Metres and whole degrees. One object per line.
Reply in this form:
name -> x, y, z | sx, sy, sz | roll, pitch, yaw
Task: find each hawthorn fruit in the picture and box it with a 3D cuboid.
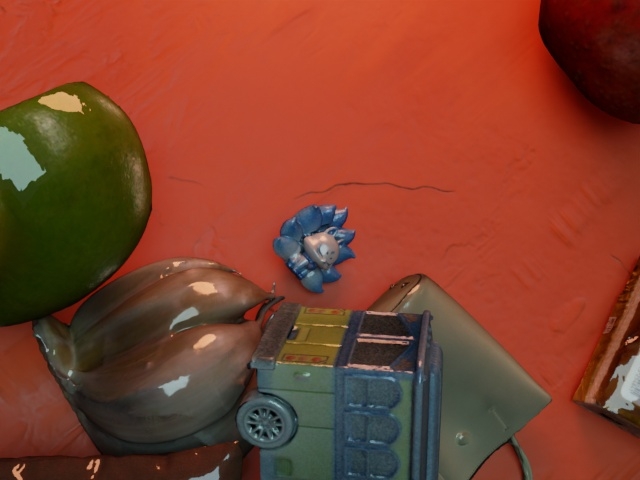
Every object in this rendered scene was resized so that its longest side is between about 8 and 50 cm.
hawthorn fruit -> 0.398, -0.302, 1.027 | 0.265, 0.265, 0.307 | -38, 80, -13

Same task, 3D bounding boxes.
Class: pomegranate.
pomegranate -> -0.318, -0.011, 0.822 | 0.310, 0.358, 0.216 | -20, 109, 5

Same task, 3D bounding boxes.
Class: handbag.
handbag -> 0.146, 0.210, 0.976 | 0.241, 0.109, 0.315 | -42, 93, -11

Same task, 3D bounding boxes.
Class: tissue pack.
tissue pack -> 0.451, 0.146, 1.038 | 0.183, 0.092, 0.226 | 29, 77, -4

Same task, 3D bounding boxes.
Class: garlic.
garlic -> -0.166, 0.144, 0.933 | 0.292, 0.210, 0.237 | -8, 48, -5

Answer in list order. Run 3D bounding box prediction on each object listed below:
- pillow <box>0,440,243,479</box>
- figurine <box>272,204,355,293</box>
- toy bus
pillow -> -0.233, 0.349, 0.833 | 0.308, 0.108, 0.305 | 0, 99, -6
figurine -> 0.000, 0.000, 0.995 | 0.114, 0.079, 0.114 | -6, 105, -22
toy bus -> 0.025, 0.231, 0.848 | 0.190, 0.152, 0.312 | 3, 109, 9
